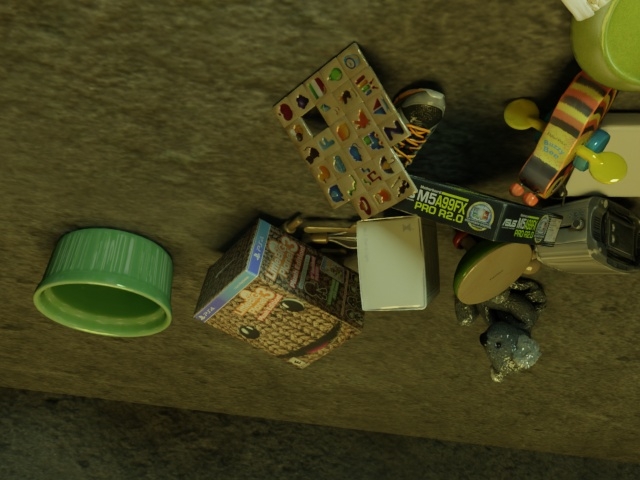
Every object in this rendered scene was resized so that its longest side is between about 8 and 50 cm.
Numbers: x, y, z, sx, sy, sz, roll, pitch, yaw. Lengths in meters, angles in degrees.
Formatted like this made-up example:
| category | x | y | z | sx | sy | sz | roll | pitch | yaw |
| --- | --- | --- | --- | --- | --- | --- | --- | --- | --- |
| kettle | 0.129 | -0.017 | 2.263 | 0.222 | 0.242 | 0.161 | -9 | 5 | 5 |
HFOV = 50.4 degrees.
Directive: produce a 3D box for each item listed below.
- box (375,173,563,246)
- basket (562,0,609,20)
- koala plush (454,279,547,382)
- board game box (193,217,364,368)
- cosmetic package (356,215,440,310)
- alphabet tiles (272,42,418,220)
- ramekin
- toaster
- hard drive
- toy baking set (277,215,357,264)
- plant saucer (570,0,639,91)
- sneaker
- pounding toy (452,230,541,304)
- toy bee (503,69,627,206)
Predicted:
| category | x | y | z | sx | sy | sz | roll | pitch | yaw |
| --- | --- | --- | --- | --- | --- | --- | --- | --- | --- |
| box | 0.254 | -0.052 | 1.132 | 0.216 | 0.060 | 0.270 | 22 | -169 | 36 |
| basket | 0.288 | -0.350 | 0.752 | 0.103 | 0.113 | 0.167 | -26 | 140 | 36 |
| koala plush | 0.450 | 0.218 | 1.620 | 0.204 | 0.221 | 0.196 | 11 | 149 | -15 |
| board game box | -0.083 | 0.125 | 1.473 | 0.291 | 0.141 | 0.232 | 29 | 136 | -21 |
| cosmetic package | 0.154 | 0.038 | 1.268 | 0.113 | 0.160 | 0.309 | -4 | 178 | 15 |
| alphabet tiles | 0.048 | -0.153 | 1.061 | 0.198 | 0.009 | 0.237 | -28 | 95 | 42 |
| ramekin | -0.484 | 0.098 | 1.562 | 0.304 | 0.148 | 0.303 | 2 | 150 | 1 |
| toaster | 0.516 | -0.002 | 1.307 | 0.227 | 0.129 | 0.147 | 15 | 167 | -37 |
| hard drive | 0.590 | -0.141 | 1.163 | 0.308 | 0.040 | 0.203 | 1 | 150 | 3 |
| toy baking set | -0.007 | -0.001 | 1.476 | 0.197 | 0.030 | 0.256 | 14 | 149 | -24 |
| plant saucer | 0.443 | -0.285 | 0.857 | 0.241 | 0.037 | 0.240 | -2 | 133 | -2 |
| sneaker | 0.139 | -0.166 | 1.116 | 0.084 | 0.083 | 0.215 | 14 | 147 | -16 |
| pounding toy | 0.361 | 0.025 | 1.440 | 0.237 | 0.110 | 0.182 | -21 | 142 | -17 |
| toy bee | 0.374 | -0.126 | 1.055 | 0.195 | 0.162 | 0.298 | 25 | 144 | 41 |
